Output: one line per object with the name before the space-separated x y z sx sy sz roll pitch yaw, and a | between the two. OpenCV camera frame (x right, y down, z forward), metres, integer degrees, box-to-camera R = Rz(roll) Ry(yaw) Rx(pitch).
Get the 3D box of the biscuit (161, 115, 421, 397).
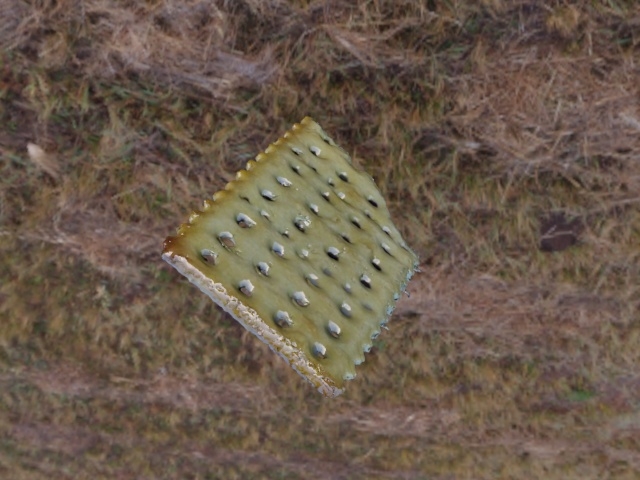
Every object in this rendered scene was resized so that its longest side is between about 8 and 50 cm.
biscuit | -0.001 0.001 0.486 0.144 0.203 0.016 42 128 0
